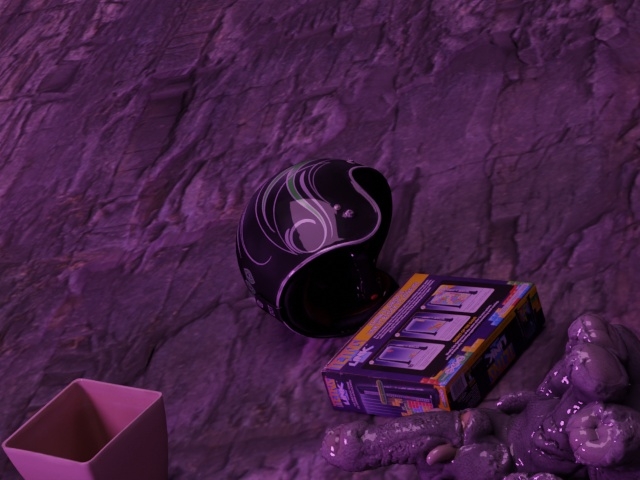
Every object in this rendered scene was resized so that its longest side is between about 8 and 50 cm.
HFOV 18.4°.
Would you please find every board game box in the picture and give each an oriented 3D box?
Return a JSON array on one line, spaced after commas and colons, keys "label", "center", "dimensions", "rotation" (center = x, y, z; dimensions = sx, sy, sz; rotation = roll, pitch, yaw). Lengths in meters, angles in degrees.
[{"label": "board game box", "center": [0.105, 0.098, 1.829], "dimensions": [0.141, 0.048, 0.170], "rotation": [3, 34, 39]}]

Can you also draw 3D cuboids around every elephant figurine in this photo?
[{"label": "elephant figurine", "center": [0.160, 0.173, 1.558], "dimensions": [0.239, 0.186, 0.169], "rotation": [-35, -17, 22]}]

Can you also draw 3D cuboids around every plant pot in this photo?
[{"label": "plant pot", "center": [-0.198, 0.198, 1.764], "dimensions": [0.109, 0.096, 0.109], "rotation": [7, 35, 37]}]

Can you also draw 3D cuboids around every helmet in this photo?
[{"label": "helmet", "center": [0.000, 0.000, 1.952], "dimensions": [0.169, 0.169, 0.161], "rotation": [-19, 43, -4]}]
